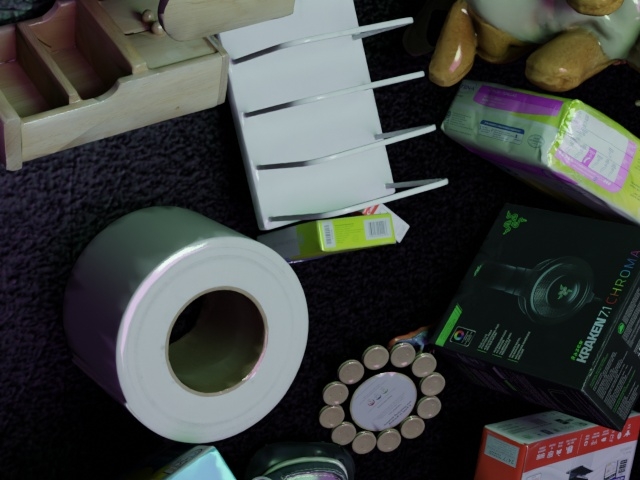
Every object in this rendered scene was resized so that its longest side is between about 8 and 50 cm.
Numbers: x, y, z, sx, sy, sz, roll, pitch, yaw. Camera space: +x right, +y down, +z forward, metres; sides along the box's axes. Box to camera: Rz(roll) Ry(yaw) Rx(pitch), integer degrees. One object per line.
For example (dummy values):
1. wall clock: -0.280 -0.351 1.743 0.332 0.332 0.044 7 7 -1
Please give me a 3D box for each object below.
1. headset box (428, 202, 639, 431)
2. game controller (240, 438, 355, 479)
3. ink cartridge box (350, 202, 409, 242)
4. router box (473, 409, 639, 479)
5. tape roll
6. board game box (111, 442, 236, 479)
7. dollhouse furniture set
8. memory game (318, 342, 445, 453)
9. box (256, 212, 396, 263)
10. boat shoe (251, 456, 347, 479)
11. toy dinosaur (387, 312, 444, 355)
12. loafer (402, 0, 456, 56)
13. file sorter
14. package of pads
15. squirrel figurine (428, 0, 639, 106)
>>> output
1. headset box: 0.323 0.095 1.626 0.131 0.283 0.246 44 71 -39
2. game controller: -0.052 0.427 1.624 0.166 0.067 0.319 9 98 -20
3. ink cartridge box: 0.057 -0.042 1.548 0.115 0.063 0.029 36 82 -33
4. router box: 0.352 0.416 1.818 0.335 0.082 0.301 -3 105 -47
5. tape roll: -0.158 0.094 1.383 0.246 0.169 0.246 -10 109 -31
6. board game box: -0.267 0.355 1.332 0.336 0.254 0.079 -33 93 -21
7. dollhouse furniture set: -0.222 -0.296 1.128 0.256 0.362 0.394 -21 144 -28
8. memory game: 0.087 0.220 1.640 0.186 0.012 0.186 -8 119 -15
9. box: 0.000 0.000 1.466 0.109 0.178 0.042 -7 87 -31
10. boat shoe: -0.080 0.348 1.520 0.254 0.079 0.095 -13 97 -10
11. toy dinosaur: 0.132 0.140 1.678 0.082 0.047 0.090 21 59 -27
12. loafer: 0.165 -0.304 1.550 0.056 0.050 0.148 32 85 -35
13. file sorter: 0.016 -0.169 1.381 0.192 0.173 0.278 -17 98 -28
14. package of pads: 0.345 -0.112 1.614 0.296 0.229 0.101 25 90 -36
15. squirrel figurine: 0.372 -0.310 1.457 0.397 0.370 0.281 -46 152 -58
